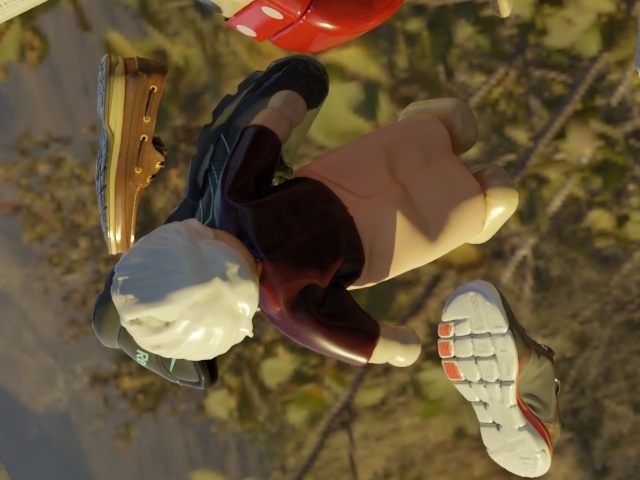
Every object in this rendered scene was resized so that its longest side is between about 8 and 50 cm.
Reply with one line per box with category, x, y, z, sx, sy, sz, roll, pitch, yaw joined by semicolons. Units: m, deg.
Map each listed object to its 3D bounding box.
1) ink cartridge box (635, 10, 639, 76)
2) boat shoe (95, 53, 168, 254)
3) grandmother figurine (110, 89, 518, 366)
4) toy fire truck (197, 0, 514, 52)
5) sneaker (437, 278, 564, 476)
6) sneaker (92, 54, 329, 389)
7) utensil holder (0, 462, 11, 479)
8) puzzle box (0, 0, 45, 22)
ink cartridge box;0.297;-0.158;0.921;0.087;0.208;0.153;18;107;62
boat shoe;-0.160;-0.072;1.357;0.064;0.060;0.178;-127;40;-66
grandmother figurine;0.000;0.000;1.089;0.207;0.342;0.104;54;134;14
toy fire truck;0.043;-0.207;1.038;0.217;0.246;0.158;-65;15;-12
sneaker;0.127;0.084;1.067;0.061;0.065;0.158;8;129;38
sneaker;-0.059;-0.012;1.179;0.106;0.267;0.101;36;-171;21
utensil holder;-0.394;0.230;0.901;0.327;0.385;0.327;54;-179;-1
puzzle box;-0.272;-0.255;1.290;0.052;0.409;0.272;56;157;7
